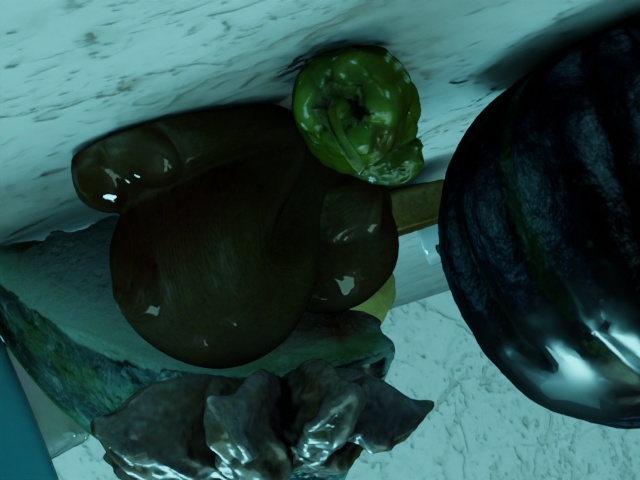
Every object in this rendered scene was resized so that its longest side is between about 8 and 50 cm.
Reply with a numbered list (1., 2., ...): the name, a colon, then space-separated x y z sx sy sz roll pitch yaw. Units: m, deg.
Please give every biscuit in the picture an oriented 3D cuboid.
1. biscuit: -0.001 -0.002 1.729 0.273 0.049 0.257 -18 177 0

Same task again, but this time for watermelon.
1. watermelon: -0.062 0.075 1.317 0.320 0.213 0.289 3 152 26

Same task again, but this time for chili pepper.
1. chili pepper: 0.021 -0.073 1.015 0.072 0.073 0.204 -60 171 0

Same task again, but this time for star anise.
1. star anise: -0.043 0.112 1.084 0.197 0.073 0.212 -12 170 19

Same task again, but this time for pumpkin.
1. pumpkin: 0.262 -0.024 1.297 0.363 0.266 0.363 -21 171 -4

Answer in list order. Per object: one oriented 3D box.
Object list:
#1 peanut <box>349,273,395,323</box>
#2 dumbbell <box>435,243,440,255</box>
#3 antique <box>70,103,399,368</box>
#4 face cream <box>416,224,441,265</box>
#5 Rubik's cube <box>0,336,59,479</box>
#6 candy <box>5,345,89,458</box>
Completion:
1. peanut: -0.074 0.087 1.893 0.319 0.147 0.147 -15 174 -4
2. dumbbell: 0.215 -0.025 1.981 0.208 0.099 0.099 -23 173 27
3. antique: -0.036 -0.004 1.123 0.121 0.143 0.257 -24 175 25
4. face cream: 0.211 -0.028 2.148 0.198 0.057 0.084 -19 175 7
5. Rubik's cube: -0.390 0.245 1.261 0.352 0.352 0.347 -11 170 -42
6. candy: -0.363 0.193 1.974 0.195 0.137 0.185 -18 175 -35
